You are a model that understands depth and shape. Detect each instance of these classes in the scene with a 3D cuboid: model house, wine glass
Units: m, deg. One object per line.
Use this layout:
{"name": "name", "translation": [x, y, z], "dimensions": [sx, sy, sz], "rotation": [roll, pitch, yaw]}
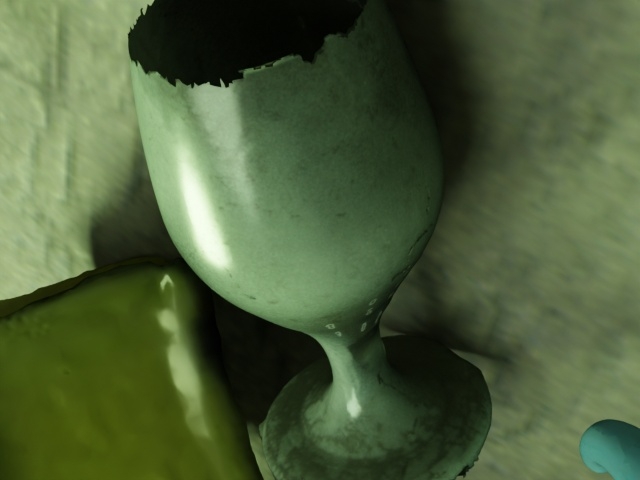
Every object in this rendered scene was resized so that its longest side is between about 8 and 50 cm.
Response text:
{"name": "model house", "translation": [-0.135, 0.117, 0.824], "dimensions": [0.234, 0.174, 0.193], "rotation": [-179, 69, -74]}
{"name": "wine glass", "translation": [0.000, 0.000, 0.655], "dimensions": [0.126, 0.126, 0.241], "rotation": [15, 138, 35]}

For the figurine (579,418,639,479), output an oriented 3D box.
{"name": "figurine", "translation": [0.199, 0.115, 0.580], "dimensions": [0.180, 0.153, 0.262], "rotation": [7, 114, 52]}
